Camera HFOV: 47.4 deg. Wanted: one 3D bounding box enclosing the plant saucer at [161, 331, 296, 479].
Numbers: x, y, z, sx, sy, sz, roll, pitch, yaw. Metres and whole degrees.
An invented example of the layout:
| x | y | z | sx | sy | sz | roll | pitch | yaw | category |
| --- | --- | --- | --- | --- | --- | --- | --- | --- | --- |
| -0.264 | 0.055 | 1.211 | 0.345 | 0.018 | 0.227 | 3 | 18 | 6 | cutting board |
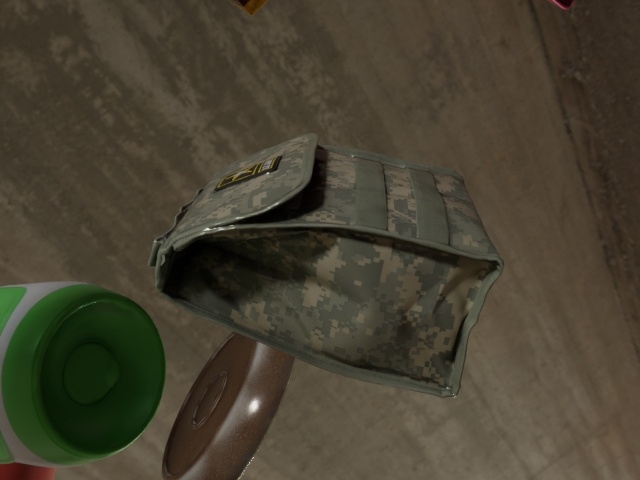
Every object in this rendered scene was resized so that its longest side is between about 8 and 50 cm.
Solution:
| x | y | z | sx | sy | sz | roll | pitch | yaw | category |
| --- | --- | --- | --- | --- | --- | --- | --- | --- | --- |
| -0.137 | 0.230 | 1.014 | 0.050 | 0.310 | 0.310 | 32 | -175 | -15 | plant saucer |

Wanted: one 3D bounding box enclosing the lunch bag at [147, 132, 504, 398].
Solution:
| x | y | z | sx | sy | sz | roll | pitch | yaw | category |
| --- | --- | --- | --- | --- | --- | --- | --- | --- | --- |
| 0.000 | 0.000 | 0.702 | 0.287 | 0.168 | 0.235 | 13 | -159 | -2 | lunch bag |

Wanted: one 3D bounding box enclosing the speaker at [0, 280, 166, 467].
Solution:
| x | y | z | sx | sy | sz | roll | pitch | yaw | category |
| --- | --- | --- | --- | --- | --- | --- | --- | --- | --- |
| -0.259 | 0.099 | 0.559 | 0.297 | 0.131 | 0.131 | -5 | 135 | 35 | speaker |

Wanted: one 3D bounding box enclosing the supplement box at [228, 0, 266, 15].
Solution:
| x | y | z | sx | sy | sz | roll | pitch | yaw | category |
| --- | --- | --- | --- | --- | --- | --- | --- | --- | --- |
| -0.118 | -0.481 | 1.089 | 0.194 | 0.191 | 0.129 | 43 | -176 | -31 | supplement box |

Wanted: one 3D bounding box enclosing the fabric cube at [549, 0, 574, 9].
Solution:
| x | y | z | sx | sy | sz | roll | pitch | yaw | category |
| --- | --- | --- | --- | --- | --- | --- | --- | --- | --- |
| 0.156 | -0.409 | 0.657 | 0.258 | 0.259 | 0.254 | 41 | -162 | 29 | fabric cube |

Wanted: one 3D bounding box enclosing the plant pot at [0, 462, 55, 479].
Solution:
| x | y | z | sx | sy | sz | roll | pitch | yaw | category |
| --- | --- | --- | --- | --- | --- | --- | --- | --- | --- |
| -0.492 | 0.311 | 1.011 | 0.275 | 0.275 | 0.243 | 54 | -146 | -36 | plant pot |
